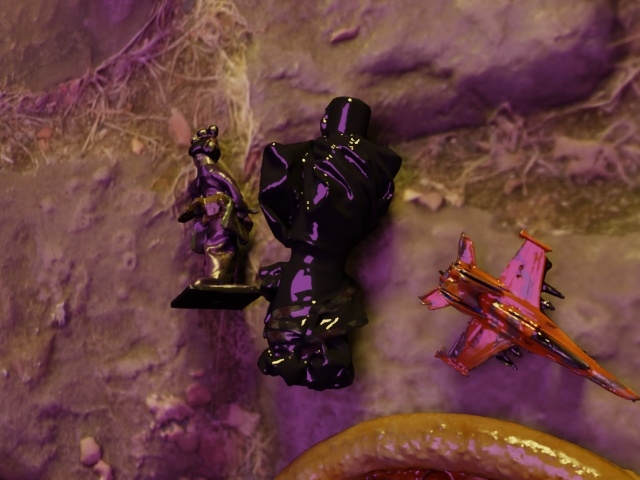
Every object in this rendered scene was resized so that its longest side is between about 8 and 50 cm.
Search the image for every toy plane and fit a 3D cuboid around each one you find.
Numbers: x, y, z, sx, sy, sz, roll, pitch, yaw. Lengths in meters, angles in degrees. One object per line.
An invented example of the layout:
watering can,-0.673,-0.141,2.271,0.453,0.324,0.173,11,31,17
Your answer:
toy plane,0.175,0.073,0.568,0.188,0.062,0.135,32,102,14

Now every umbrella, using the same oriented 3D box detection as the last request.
umbrella,-0.001,0.001,0.640,0.122,0.110,0.272,12,93,29

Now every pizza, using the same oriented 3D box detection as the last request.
pizza,0.104,0.240,0.578,0.365,0.074,0.182,-3,75,31

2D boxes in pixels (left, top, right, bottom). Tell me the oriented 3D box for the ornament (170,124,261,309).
ornament,-0.116,-0.023,0.734,0.081,0.088,0.203,-45,48,54
